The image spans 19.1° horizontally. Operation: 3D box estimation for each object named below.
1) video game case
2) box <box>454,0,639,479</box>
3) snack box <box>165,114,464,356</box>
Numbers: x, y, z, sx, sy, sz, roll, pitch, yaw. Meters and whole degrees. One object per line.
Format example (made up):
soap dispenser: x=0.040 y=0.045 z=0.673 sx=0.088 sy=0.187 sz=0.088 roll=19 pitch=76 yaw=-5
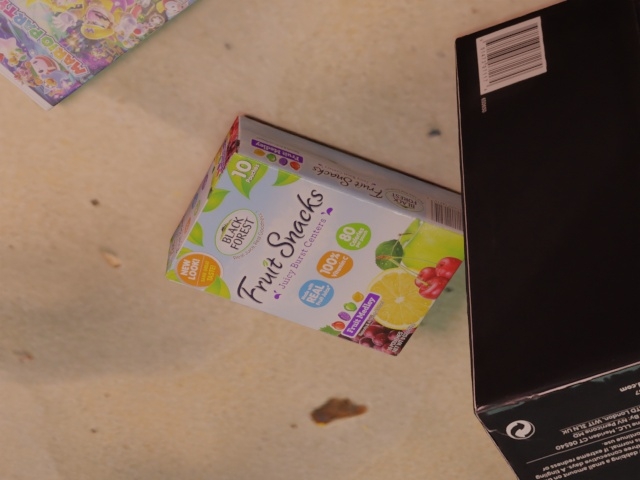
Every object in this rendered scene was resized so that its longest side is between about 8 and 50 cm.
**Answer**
video game case: x=-0.124 y=-0.123 z=0.941 sx=0.122 sy=0.011 sz=0.087 roll=-33 pitch=123 yaw=27
box: x=0.146 y=0.030 z=0.902 sx=0.103 sy=0.261 sz=0.184 roll=-18 pitch=129 yaw=17
snack box: x=0.000 y=0.000 z=1.029 sx=0.141 sy=0.037 sz=0.100 roll=20 pitch=128 yaw=-15
